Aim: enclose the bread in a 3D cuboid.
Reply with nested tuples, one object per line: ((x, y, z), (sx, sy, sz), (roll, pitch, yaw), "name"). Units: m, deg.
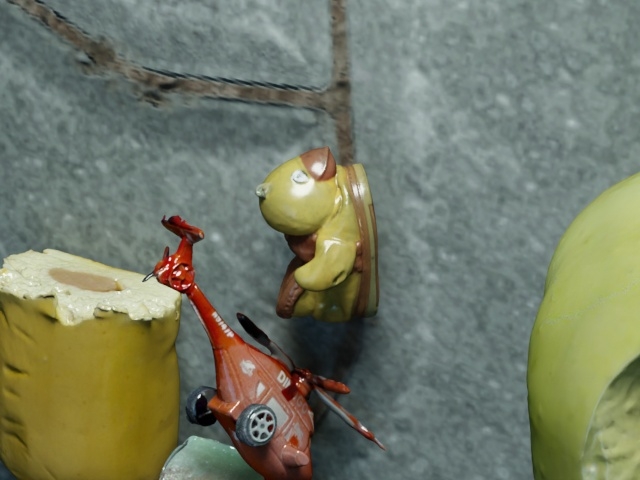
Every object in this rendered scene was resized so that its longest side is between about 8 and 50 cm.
((-0.159, 0.093, 1.303), (0.134, 0.085, 0.173), (13, 119, 20), "bread")

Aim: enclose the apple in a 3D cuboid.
((0.231, 0.089, 1.022), (0.279, 0.279, 0.279), (11, 118, 21), "apple")

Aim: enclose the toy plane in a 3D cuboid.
((-0.045, 0.078, 1.220), (0.126, 0.077, 0.194), (28, 152, 33), "toy plane")

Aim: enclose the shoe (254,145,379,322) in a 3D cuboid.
((0.001, 0.003, 1.190), (0.069, 0.072, 0.109), (-11, 137, -1), "shoe")

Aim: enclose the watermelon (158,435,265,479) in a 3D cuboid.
((-0.112, 0.243, 1.267), (0.094, 0.241, 0.154), (27, 125, 24), "watermelon")
